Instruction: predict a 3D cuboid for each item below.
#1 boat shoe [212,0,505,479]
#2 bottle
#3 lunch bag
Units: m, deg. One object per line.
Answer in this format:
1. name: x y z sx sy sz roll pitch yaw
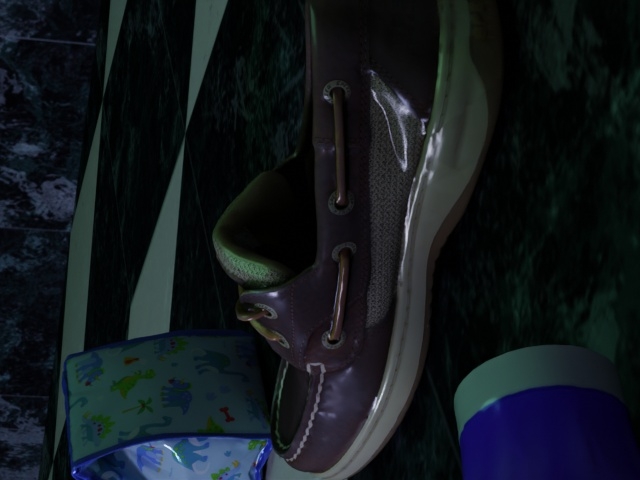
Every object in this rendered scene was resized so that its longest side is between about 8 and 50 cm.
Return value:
1. boat shoe: 0.000 0.000 0.998 0.123 0.123 0.342 -100 19 -44
2. bottle: 0.096 0.170 0.623 0.118 0.092 0.283 110 159 -52
3. lunch bag: -0.121 0.138 1.399 0.129 0.151 0.096 -106 24 -53
